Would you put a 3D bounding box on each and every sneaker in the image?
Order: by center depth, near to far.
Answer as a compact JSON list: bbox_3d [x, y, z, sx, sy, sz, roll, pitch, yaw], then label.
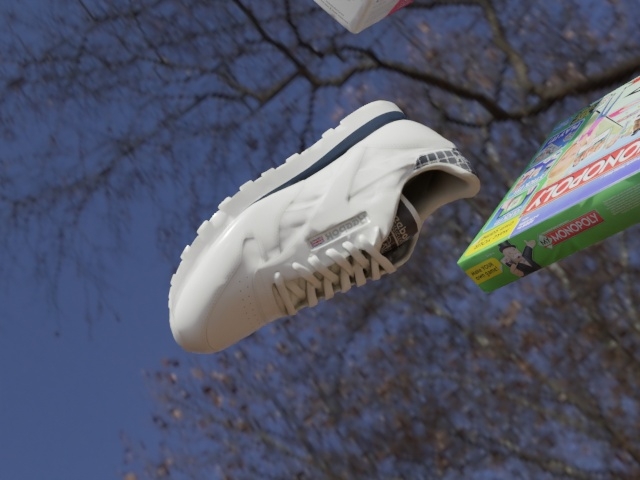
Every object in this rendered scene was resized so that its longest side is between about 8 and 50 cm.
[{"bbox_3d":[0.000,0.000,1.049,0.235,0.095,0.090,-42,-32,-15],"label":"sneaker"}]

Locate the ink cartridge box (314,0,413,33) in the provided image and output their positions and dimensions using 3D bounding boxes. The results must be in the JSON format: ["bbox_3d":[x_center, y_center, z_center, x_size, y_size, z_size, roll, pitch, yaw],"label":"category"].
[{"bbox_3d":[0.069,-0.288,1.500,0.109,0.063,0.150,-34,-19,-44],"label":"ink cartridge box"}]

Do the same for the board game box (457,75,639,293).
[{"bbox_3d":[0.271,-0.079,1.358,0.046,0.317,0.213,46,-124,-9],"label":"board game box"}]
